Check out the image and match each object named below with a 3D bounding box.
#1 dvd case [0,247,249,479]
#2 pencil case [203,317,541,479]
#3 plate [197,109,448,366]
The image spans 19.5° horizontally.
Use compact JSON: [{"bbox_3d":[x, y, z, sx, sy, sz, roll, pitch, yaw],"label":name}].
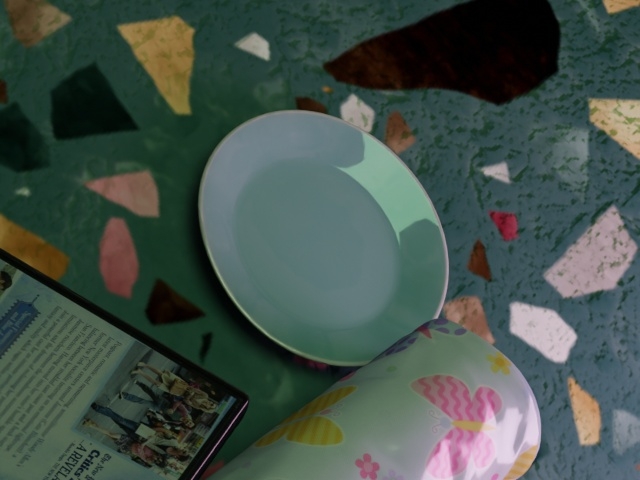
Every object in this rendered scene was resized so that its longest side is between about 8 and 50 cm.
[{"bbox_3d":[-0.189,0.089,1.040,0.253,0.022,0.180,30,50,8],"label":"dvd case"},{"bbox_3d":[0.016,0.158,1.115,0.273,0.113,0.124,-36,105,-38],"label":"pencil case"},{"bbox_3d":[0.000,0.000,1.245,0.188,0.024,0.188,13,60,-24],"label":"plate"}]
